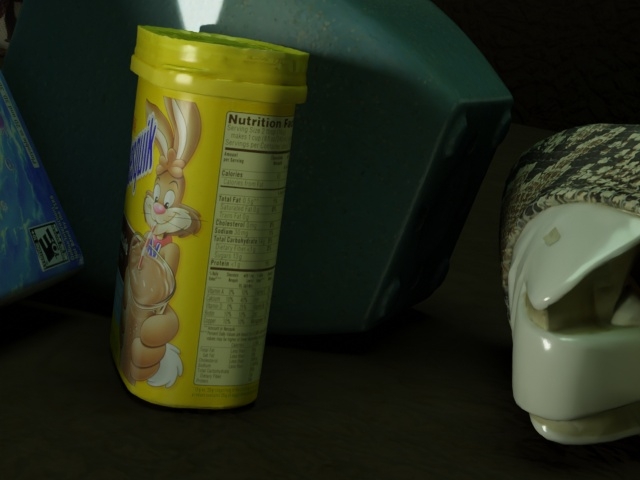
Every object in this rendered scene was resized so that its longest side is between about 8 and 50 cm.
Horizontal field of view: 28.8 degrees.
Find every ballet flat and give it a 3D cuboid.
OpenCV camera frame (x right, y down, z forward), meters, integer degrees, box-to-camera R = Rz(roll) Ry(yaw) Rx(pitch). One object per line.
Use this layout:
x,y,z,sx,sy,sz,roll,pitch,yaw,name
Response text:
0.202,0.055,0.549,0.182,0.164,0.483,-23,28,-30,ballet flat

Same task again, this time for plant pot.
-0.028,-0.070,0.786,0.252,0.248,0.247,26,16,18,plant pot

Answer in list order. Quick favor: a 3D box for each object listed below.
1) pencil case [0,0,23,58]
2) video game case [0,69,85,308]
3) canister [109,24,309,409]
-0.309,-0.206,0.793,0.410,0.183,0.160,7,36,-29,pencil case
-0.236,-0.078,0.592,0.061,0.269,0.244,-23,3,17,video game case
-0.060,-0.015,0.617,0.073,0.170,0.126,4,11,-17,canister
